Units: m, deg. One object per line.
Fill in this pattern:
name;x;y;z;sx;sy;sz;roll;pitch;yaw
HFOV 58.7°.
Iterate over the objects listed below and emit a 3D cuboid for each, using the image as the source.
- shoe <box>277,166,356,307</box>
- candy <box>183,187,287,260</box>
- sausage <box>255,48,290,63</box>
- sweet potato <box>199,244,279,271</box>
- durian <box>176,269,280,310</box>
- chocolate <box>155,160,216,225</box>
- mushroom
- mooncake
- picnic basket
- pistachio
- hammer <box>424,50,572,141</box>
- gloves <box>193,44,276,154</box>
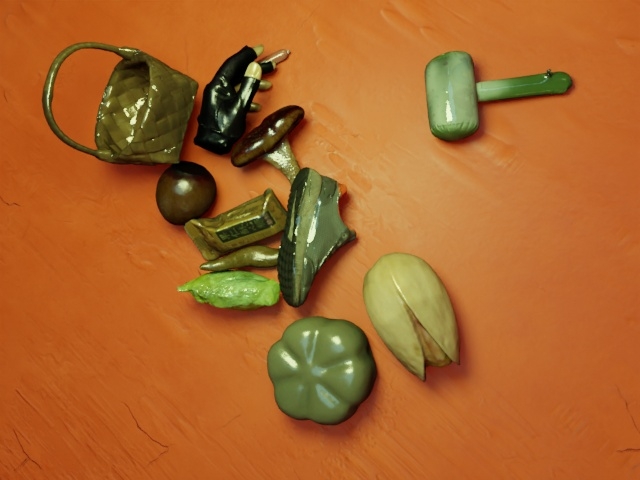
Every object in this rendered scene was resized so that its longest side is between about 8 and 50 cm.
shoe;0.000;0.000;1.390;0.171;0.132;0.336;9;88;-22
candy;-0.211;-0.038;1.453;0.271;0.101;0.143;-21;124;14
sausage;-0.181;-0.455;1.517;0.223;0.029;0.029;-23;81;11
sweet potato;-0.183;0.047;1.447;0.249;0.069;0.059;-7;106;-13
durian;-0.223;0.123;1.431;0.250;0.139;0.101;6;81;14
chocolate;-0.348;-0.115;1.472;0.176;0.177;0.177;-1;86;14
mushroom;-0.085;-0.208;1.443;0.227;0.148;0.217;-39;96;18
mooncake;-0.001;0.311;1.367;0.275;0.135;0.275;-1;86;18
picnic basket;-0.515;-0.341;1.406;0.337;0.337;0.293;13;88;15
pistachio;0.211;0.167;1.296;0.187;0.187;0.299;-28;84;10
hammer;0.416;-0.350;1.329;0.335;0.119;0.206;-6;86;7
gloves;-0.214;-0.360;1.432;0.152;0.197;0.301;40;77;-21
